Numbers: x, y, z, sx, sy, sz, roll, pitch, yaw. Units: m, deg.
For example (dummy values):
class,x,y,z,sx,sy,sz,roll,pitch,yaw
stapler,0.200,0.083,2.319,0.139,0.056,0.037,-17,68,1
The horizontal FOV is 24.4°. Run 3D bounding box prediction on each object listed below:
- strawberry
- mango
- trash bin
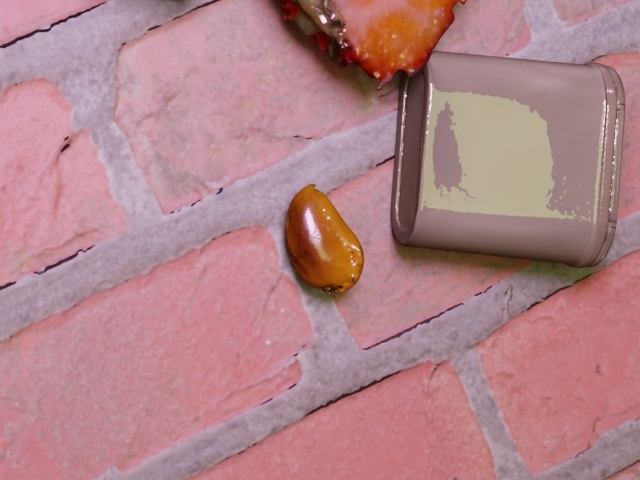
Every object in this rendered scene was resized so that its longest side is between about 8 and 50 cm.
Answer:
class,x,y,z,sx,sy,sz,roll,pitch,yaw
strawberry,0.048,-0.340,1.647,0.253,0.150,0.280,44,74,-32
mango,0.000,0.000,1.675,0.077,0.063,0.127,-25,94,-12
trash bin,0.217,-0.098,1.722,0.247,0.121,0.243,5,90,-17
